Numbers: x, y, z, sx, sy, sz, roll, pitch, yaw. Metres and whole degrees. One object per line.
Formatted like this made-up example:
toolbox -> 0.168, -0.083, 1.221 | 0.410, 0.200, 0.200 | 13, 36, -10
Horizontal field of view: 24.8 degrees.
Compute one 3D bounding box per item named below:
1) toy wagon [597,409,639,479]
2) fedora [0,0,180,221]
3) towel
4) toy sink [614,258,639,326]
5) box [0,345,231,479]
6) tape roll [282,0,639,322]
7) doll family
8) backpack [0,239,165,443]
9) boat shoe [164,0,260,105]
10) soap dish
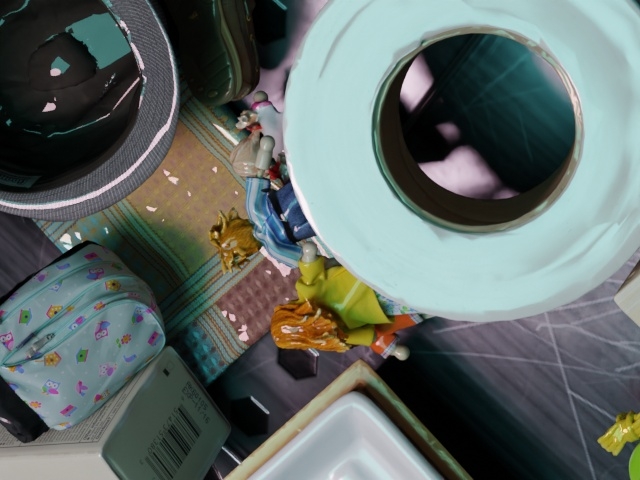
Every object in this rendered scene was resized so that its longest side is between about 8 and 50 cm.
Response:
toy wagon -> 0.363, 0.263, 1.182 | 0.267, 0.068, 0.344 | -38, 91, 38
fedora -> -0.220, -0.148, 1.225 | 0.275, 0.124, 0.243 | -33, 98, 27
towel -> -0.169, -0.054, 1.352 | 0.370, 0.040, 0.271 | 48, 129, 1
toy sink -> 0.348, 0.060, 1.033 | 0.234, 0.153, 0.131 | 44, 128, 3
box -> -0.260, 0.205, 1.447 | 0.311, 0.148, 0.121 | -9, 127, 39
tape roll -> 0.119, -0.089, 1.067 | 0.286, 0.100, 0.286 | 3, 105, 11
doll family -> 0.000, 0.000, 1.203 | 0.163, 0.118, 0.263 | -25, 99, 19
backpack -> -0.234, 0.093, 1.330 | 0.115, 0.182, 0.152 | 44, 169, 31
boat shoe -> -0.090, -0.203, 1.216 | 0.064, 0.060, 0.178 | -6, 97, 36
soap dish -> 0.011, 0.277, 1.308 | 0.291, 0.118, 0.229 | -43, 89, 11
